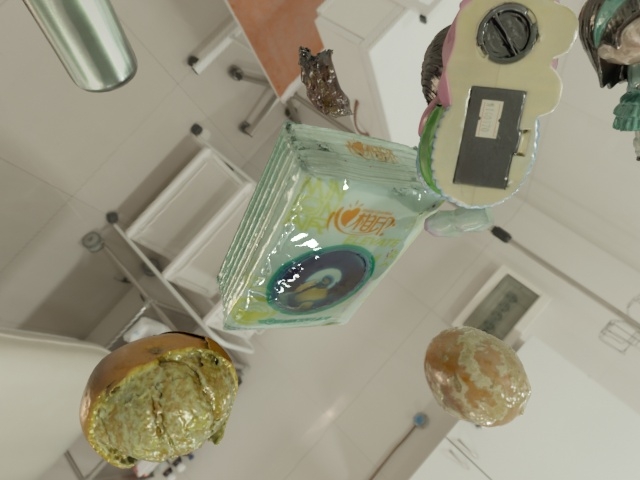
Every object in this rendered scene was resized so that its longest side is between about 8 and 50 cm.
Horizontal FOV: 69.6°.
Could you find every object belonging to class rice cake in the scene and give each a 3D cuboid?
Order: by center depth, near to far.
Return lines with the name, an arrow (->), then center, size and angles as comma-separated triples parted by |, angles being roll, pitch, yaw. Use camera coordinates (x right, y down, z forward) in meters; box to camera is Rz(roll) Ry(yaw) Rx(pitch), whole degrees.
rice cake -> 0.211, -0.027, 0.677 | 0.080, 0.042, 0.222 | -17, 175, 23

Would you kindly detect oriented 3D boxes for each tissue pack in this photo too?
tissue pack -> 0.000, 0.000, 0.827 | 0.288, 0.162, 0.388 | 3, 136, -32

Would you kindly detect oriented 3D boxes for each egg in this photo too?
egg -> 0.318, 0.281, 0.965 | 0.195, 0.233, 0.194 | -19, 119, -37

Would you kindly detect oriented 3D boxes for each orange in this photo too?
orange -> -0.165, 0.169, 0.487 | 0.157, 0.157, 0.134 | -27, 123, -39

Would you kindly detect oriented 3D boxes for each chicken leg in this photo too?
chicken leg -> 0.012, -0.373, 1.112 | 0.105, 0.063, 0.233 | -35, 133, -6

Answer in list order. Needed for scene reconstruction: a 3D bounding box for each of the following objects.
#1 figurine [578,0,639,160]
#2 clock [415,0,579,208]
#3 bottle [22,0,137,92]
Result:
figurine -> 0.429, -0.233, 0.605 | 0.138, 0.110, 0.245 | -32, 107, -19
clock -> 0.147, -0.134, 0.447 | 0.195, 0.100, 0.193 | -66, 166, -72
bottle -> -0.264, -0.270, 0.446 | 0.080, 0.096, 0.253 | -26, 146, -11
